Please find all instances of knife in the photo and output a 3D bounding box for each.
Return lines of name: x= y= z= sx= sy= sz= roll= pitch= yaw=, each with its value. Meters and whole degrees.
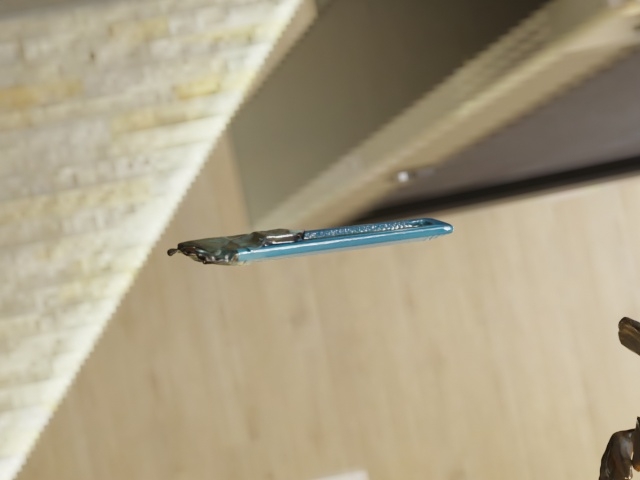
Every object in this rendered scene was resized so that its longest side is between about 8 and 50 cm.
knife: x=0.000 y=-0.002 z=1.590 sx=0.296 sy=0.026 sz=0.044 roll=-8 pitch=-166 yaw=-39

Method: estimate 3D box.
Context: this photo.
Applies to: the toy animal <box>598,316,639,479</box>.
toy animal: x=0.246 y=0.141 z=1.126 sx=0.160 sy=0.197 sz=0.272 roll=15 pitch=154 yaw=-21
